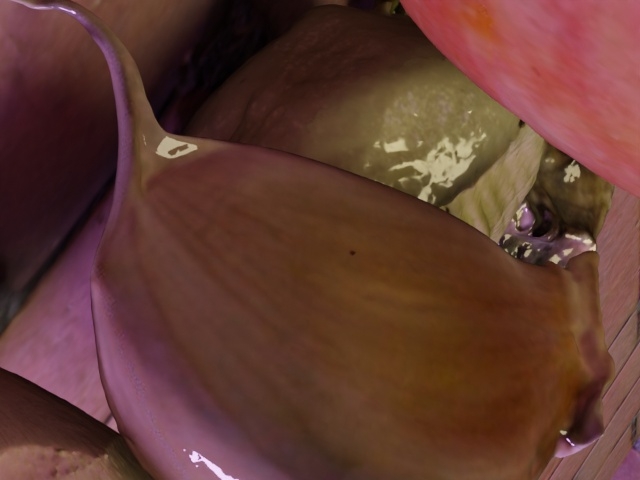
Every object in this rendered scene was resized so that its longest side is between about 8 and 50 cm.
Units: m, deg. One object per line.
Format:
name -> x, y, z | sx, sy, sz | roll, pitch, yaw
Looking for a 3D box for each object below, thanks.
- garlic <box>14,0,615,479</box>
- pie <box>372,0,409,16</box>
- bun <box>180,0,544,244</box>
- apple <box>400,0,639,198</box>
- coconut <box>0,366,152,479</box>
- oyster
garlic -> -0.020, 0.035, 0.649 | 0.128, 0.266, 0.148 | -36, -142, 32
pie -> 0.110, -0.130, 0.960 | 0.248, 0.090, 0.201 | -29, 151, -48
bun -> 0.000, 0.000, 0.806 | 0.229, 0.145, 0.229 | -61, 169, -21
apple -> 0.180, -0.185, 0.569 | 0.391, 0.391, 0.346 | -56, 163, -7
coconut -> -0.123, 0.131, 0.669 | 0.171, 0.171, 0.183 | 33, 50, -72
oyster -> 0.109, 0.011, 1.133 | 0.351, 0.114, 0.238 | -47, 160, -40
